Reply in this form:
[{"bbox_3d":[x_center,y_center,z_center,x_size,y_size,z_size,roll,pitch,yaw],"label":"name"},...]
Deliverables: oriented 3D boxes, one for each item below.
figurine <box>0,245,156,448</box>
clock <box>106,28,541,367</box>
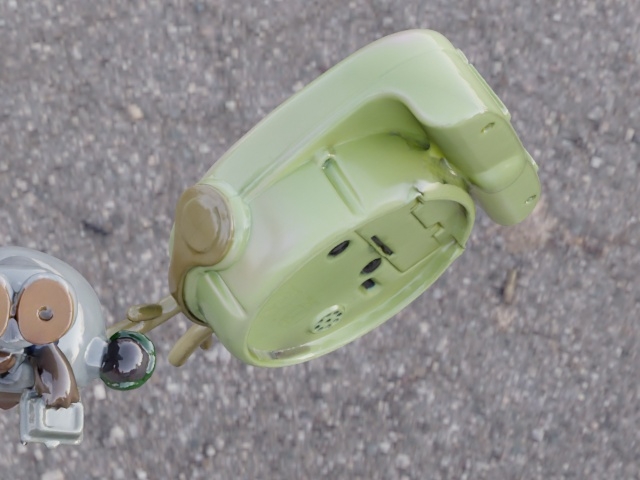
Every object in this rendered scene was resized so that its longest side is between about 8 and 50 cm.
[{"bbox_3d":[-0.155,0.051,0.653,0.147,0.197,0.094,7,91,-11],"label":"figurine"},{"bbox_3d":[0.000,0.000,0.904,0.308,0.235,0.096,-36,68,7],"label":"clock"}]
